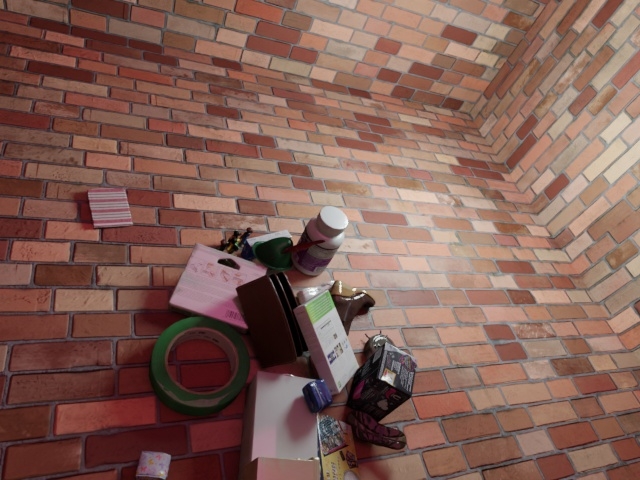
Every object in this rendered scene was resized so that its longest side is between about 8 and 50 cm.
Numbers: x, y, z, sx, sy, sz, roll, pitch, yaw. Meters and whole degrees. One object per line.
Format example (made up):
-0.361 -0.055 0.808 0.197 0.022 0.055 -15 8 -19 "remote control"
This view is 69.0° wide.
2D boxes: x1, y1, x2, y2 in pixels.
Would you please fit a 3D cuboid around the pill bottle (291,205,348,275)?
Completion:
0.000 0.000 1.972 0.169 0.302 0.170 15 45 -16 "pill bottle"

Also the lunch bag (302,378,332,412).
-0.013 0.494 1.467 0.065 0.067 0.099 -8 58 -35 "lunch bag"

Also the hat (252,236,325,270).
-0.137 0.000 1.833 0.208 0.184 0.173 9 37 -39 "hat"

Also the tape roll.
-0.397 0.411 1.548 0.320 0.077 0.322 15 45 -15 "tape roll"

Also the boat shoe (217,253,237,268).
-0.406 0.094 1.806 0.177 0.064 0.060 -24 24 -11 "boat shoe"

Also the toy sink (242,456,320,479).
-0.077 0.649 1.226 0.233 0.153 0.131 13 53 -17 "toy sink"

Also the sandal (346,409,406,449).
0.192 0.670 1.633 0.219 0.060 0.090 18 60 4 "sandal"

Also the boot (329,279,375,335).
0.123 0.298 1.940 0.248 0.090 0.207 28 60 -31 "boot"

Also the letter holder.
-0.139 0.267 1.634 0.151 0.214 0.302 -15 83 -44 "letter holder"

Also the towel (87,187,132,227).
-0.835 -0.128 1.844 0.144 0.029 0.197 -5 56 -32 "towel"

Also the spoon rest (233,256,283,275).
-0.284 0.121 1.887 0.275 0.084 0.137 -1 49 -12 "spoon rest"

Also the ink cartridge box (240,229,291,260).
-0.230 0.020 1.980 0.206 0.097 0.046 -15 59 -38 "ink cartridge box"

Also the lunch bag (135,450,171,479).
-0.471 0.641 1.316 0.083 0.053 0.071 7 45 -10 "lunch bag"

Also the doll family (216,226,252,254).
-0.350 0.003 1.920 0.076 0.111 0.193 33 43 3 "doll family"

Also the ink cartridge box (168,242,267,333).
-0.374 0.176 1.734 0.295 0.066 0.261 20 57 -7 "ink cartridge box"

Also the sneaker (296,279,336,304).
0.004 0.232 1.941 0.212 0.080 0.094 -15 72 -31 "sneaker"

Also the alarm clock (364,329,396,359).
0.248 0.457 1.866 0.129 0.064 0.192 7 51 -23 "alarm clock"

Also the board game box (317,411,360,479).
0.045 0.682 1.485 0.165 0.042 0.243 34 24 -26 "board game box"

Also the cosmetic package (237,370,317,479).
-0.130 0.621 1.445 0.217 0.156 0.385 16 44 -16 "cosmetic package"

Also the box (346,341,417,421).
0.221 0.509 1.665 0.142 0.247 0.163 29 43 -4 "box"

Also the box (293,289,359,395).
0.026 0.359 1.683 0.232 0.058 0.323 -19 88 -67 "box"
